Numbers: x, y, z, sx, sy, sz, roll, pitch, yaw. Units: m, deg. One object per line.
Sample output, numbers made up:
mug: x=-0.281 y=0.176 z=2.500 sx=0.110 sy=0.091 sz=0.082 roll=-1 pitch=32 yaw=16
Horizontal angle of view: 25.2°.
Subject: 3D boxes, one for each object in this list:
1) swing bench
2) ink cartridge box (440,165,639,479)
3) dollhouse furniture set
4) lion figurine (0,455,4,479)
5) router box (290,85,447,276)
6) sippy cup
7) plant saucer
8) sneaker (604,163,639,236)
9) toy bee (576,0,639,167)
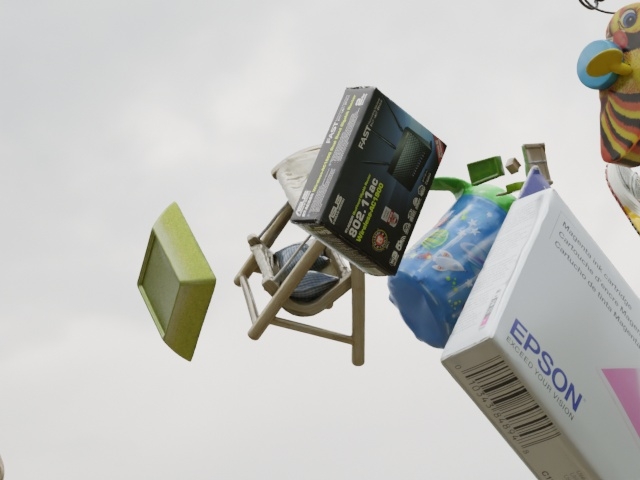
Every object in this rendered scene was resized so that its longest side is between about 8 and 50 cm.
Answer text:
swing bench: x=0.000 y=0.000 z=1.986 sx=0.165 sy=0.254 sz=0.253 roll=15 pitch=13 yaw=-13
ink cartridge box: x=0.274 y=0.120 z=1.344 sx=0.071 sy=0.330 sz=0.324 roll=-28 pitch=-71 yaw=38
dollhouse furniture set: x=0.306 y=-0.112 z=2.301 sx=0.059 sy=0.076 sz=0.152 roll=-18 pitch=-6 yaw=42
lion figurine: x=-0.481 y=0.382 z=1.930 sx=0.142 sy=0.240 sz=0.392 roll=21 pitch=-68 yaw=13
router box: x=0.039 y=-0.046 z=1.117 sx=0.092 sy=0.122 sz=0.038 roll=34 pitch=-20 yaw=-36
sippy cup: x=0.239 y=0.059 z=2.371 sx=0.224 sy=0.305 sz=0.240 roll=-32 pitch=-43 yaw=-22
plant saucer: x=-0.237 y=0.067 z=2.265 sx=0.045 sy=0.188 sz=0.188 roll=-5 pitch=-45 yaw=-28
sneaker: x=0.529 y=-0.059 z=2.287 sx=0.093 sy=0.225 sz=0.088 roll=-35 pitch=-44 yaw=11
toy bee: x=0.431 y=-0.261 z=1.972 sx=0.195 sy=0.298 sz=0.162 roll=-20 pitch=-4 yaw=-44
